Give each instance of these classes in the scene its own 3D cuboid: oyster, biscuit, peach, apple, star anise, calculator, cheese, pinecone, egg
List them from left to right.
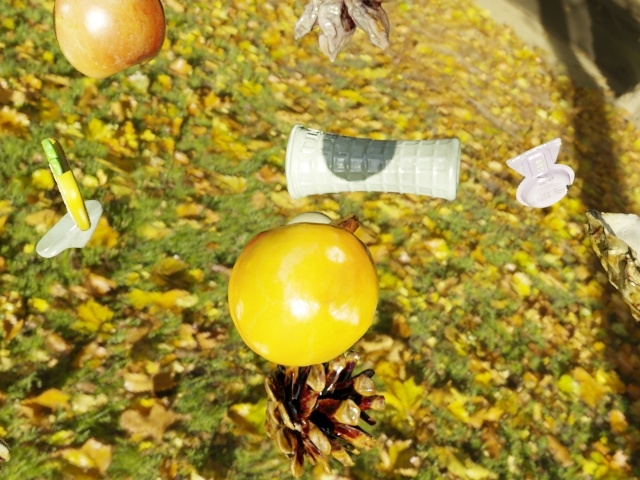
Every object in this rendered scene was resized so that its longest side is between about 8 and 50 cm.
[{"bbox_3d":[-0.440,-0.098,1.289,0.032,0.235,0.146,-22,73,-16],"label":"calculator"},{"bbox_3d":[-0.483,-0.491,1.714,0.254,0.253,0.253,22,33,-16],"label":"apple"},{"bbox_3d":[-0.019,0.048,0.667,0.138,0.138,0.138,22,33,-16],"label":"peach"},{"bbox_3d":[-0.039,0.016,2.265,0.186,0.186,0.241,32,55,0],"label":"egg"},{"bbox_3d":[0.000,0.000,1.603,0.049,0.192,0.192,55,31,-8],"label":"biscuit"},{"bbox_3d":[0.006,0.278,1.251,0.201,0.202,0.229,1,32,-4],"label":"pinecone"},{"bbox_3d":[0.053,-0.356,1.041,0.197,0.212,0.073,16,7,33],"label":"star anise"},{"bbox_3d":[0.385,-0.108,1.284,0.191,0.105,0.042,48,21,-56],"label":"cheese"},{"bbox_3d":[0.485,0.085,1.082,0.204,0.111,0.396,18,39,-38],"label":"oyster"}]

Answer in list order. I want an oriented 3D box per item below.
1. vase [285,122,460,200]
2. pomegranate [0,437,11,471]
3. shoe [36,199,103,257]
[{"bbox_3d":[0.098,-0.136,1.336,0.299,0.143,0.143,3,29,13],"label":"vase"},{"bbox_3d":[-0.488,0.212,0.915,0.211,0.179,0.179,9,39,-24],"label":"pomegranate"},{"bbox_3d":[-0.619,-0.018,1.865,0.195,0.078,0.079,-42,45,-15],"label":"shoe"}]
